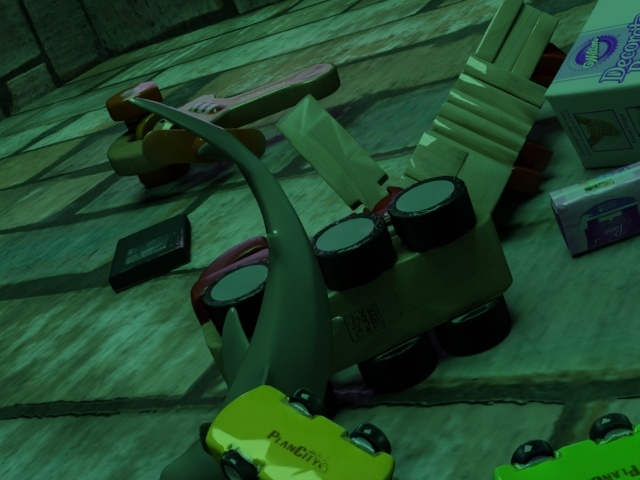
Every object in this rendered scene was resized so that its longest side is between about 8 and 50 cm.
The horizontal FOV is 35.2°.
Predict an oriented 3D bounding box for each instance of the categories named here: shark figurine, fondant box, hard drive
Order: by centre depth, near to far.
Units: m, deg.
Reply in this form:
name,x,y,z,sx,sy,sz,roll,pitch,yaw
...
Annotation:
name,x,y,z,sx,sy,sz,roll,pitch,yaw
shark figurine,-0.043,0.064,0.581,0.166,0.278,0.116,12,16,29
fondant box,0.388,-0.185,0.851,0.330,0.096,0.238,-2,45,47
hard drive,-0.201,0.011,1.198,0.094,0.022,0.135,-23,20,1

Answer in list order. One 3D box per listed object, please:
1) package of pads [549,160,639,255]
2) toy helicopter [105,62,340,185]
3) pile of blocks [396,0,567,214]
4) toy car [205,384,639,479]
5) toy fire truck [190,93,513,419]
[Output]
name,x,y,z,sx,sy,sz,roll,pitch,yaw
package of pads,0.223,-0.025,0.778,0.083,0.050,0.032,-20,25,9
toy helicopter,-0.138,-0.177,1.453,0.355,0.140,0.235,-21,22,-1
pile of blocks,0.166,-0.093,0.980,0.112,0.149,0.362,26,47,7
toy car,0.074,0.144,0.472,0.225,0.053,0.239,-15,39,-9
toy fire truck,0.000,0.000,0.786,0.217,0.158,0.246,-26,23,-4
